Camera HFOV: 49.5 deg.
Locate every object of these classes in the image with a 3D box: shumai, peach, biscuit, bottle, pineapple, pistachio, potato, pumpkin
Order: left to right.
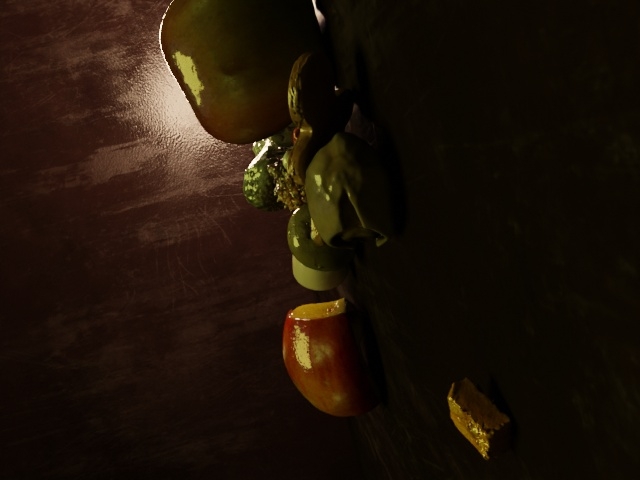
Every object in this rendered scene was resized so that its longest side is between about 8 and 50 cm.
[{"bbox_3d":[-0.164,-0.222,2.111,0.222,0.225,0.260,46,-159,17],"label":"shumai"},{"bbox_3d":[-0.064,-0.154,1.645,0.176,0.136,0.161,-53,36,35],"label":"pineapple"},{"bbox_3d":[-0.001,-0.164,1.167,0.340,0.047,0.216,70,-143,-48],"label":"biscuit"},{"bbox_3d":[0.000,0.000,1.777,0.147,0.147,0.236,-111,16,-47],"label":"bottle"},{"bbox_3d":[0.008,0.000,1.602,0.194,0.157,0.157,54,-164,-64],"label":"potato"},{"bbox_3d":[0.022,0.320,1.897,0.306,0.242,0.380,-105,3,-57],"label":"peach"},{"bbox_3d":[0.050,-0.068,1.099,0.238,0.137,0.153,73,-157,-45],"label":"pistachio"},{"bbox_3d":[0.195,0.214,0.842,0.083,0.054,0.074,43,159,37],"label":"pumpkin"}]

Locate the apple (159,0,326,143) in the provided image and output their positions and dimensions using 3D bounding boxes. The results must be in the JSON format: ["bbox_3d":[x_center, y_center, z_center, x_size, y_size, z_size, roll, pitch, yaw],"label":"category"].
[{"bbox_3d":[-0.142,-0.372,1.389,0.338,0.305,0.338,61,178,3],"label":"apple"}]

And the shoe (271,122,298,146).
[{"bbox_3d":[-0.148,-0.455,2.005,0.210,0.132,0.342,-117,9,-52],"label":"shoe"}]
